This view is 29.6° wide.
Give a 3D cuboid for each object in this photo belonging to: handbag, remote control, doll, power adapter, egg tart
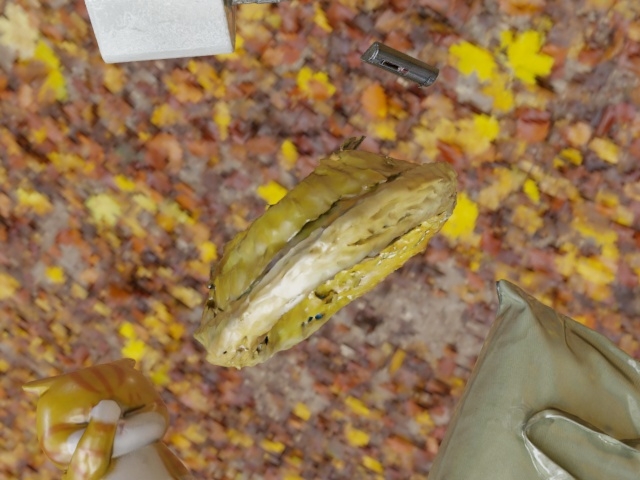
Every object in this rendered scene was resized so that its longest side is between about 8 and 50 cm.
[{"bbox_3d":[0.239,0.233,1.268,0.253,0.315,0.109,28,160,-15],"label":"handbag"},{"bbox_3d":[0.087,-0.186,1.307,0.091,0.016,0.034,17,134,-31],"label":"remote control"},{"bbox_3d":[-0.234,0.267,1.409,0.162,0.167,0.269,-31,72,53],"label":"doll"},{"bbox_3d":[-0.120,-0.260,1.201,0.205,0.130,0.125,-5,141,2],"label":"power adapter"},{"bbox_3d":[0.000,0.000,1.028,0.107,0.291,0.291,54,140,8],"label":"egg tart"}]
